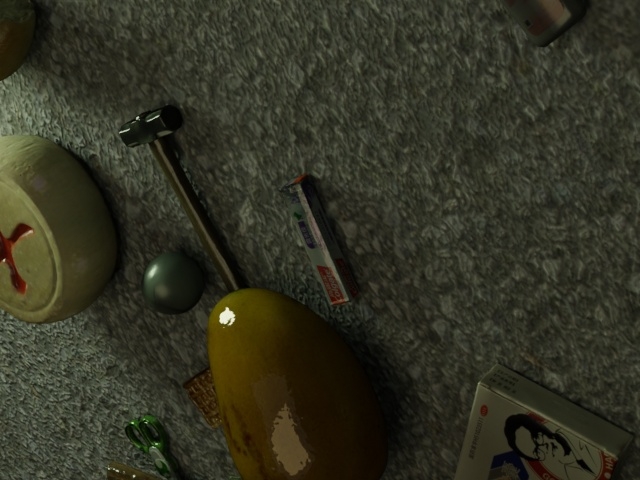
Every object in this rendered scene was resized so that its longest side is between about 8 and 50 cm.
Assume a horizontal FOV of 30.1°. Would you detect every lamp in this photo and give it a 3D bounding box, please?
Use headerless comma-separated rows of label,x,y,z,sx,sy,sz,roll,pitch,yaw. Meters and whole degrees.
lamp,-0.240,0.070,1.937,0.105,0.105,0.105,21,128,30

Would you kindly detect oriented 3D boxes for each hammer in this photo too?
hammer,-0.191,-0.039,1.878,0.111,0.043,0.365,-16,107,43

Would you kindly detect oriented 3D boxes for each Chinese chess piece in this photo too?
Chinese chess piece,-0.506,-0.020,2.081,0.338,0.140,0.338,21,128,29

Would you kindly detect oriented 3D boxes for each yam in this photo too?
yam,-0.261,0.474,2.221,0.326,0.045,0.045,11,85,25

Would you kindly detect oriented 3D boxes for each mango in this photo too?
mango,-0.043,0.243,1.800,0.264,0.221,0.378,-31,85,50

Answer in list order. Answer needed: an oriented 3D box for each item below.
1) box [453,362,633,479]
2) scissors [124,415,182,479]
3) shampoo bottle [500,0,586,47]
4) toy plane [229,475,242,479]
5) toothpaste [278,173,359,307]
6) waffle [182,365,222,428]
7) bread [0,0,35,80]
box,0.296,0.363,1.695,0.214,0.069,0.353,28,129,25
scissors,-0.294,0.425,2.261,0.101,0.027,0.204,-24,101,48
shampoo bottle,0.227,-0.302,1.349,0.165,0.040,0.080,52,138,0
toy plane,-0.112,0.440,2.108,0.102,0.040,0.111,30,137,-3
toothpaste,0.000,0.000,1.734,0.040,0.047,0.196,-16,105,30
waffle,-0.164,0.257,2.033,0.102,0.042,0.148,53,137,-2
bread,-0.616,-0.350,1.946,0.314,0.171,0.192,35,130,20
